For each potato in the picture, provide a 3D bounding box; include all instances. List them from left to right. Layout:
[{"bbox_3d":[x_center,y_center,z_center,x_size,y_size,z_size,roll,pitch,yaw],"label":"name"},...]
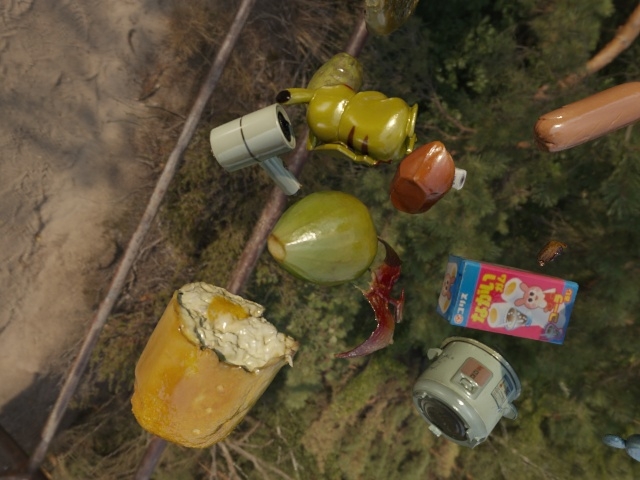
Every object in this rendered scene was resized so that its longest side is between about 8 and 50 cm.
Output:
[{"bbox_3d":[0.039,-0.446,1.351,0.113,0.150,0.251,132,-17,-78],"label":"potato"}]

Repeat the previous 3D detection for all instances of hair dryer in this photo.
[{"bbox_3d":[-0.136,-0.222,1.310,0.362,0.203,0.128,48,29,-57],"label":"hair dryer"}]

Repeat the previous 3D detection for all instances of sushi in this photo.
[{"bbox_3d":[0.652,0.032,1.286,0.050,0.047,0.099,-45,166,-33],"label":"sushi"}]

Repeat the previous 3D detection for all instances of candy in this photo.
[{"bbox_3d":[0.453,0.143,1.119,0.100,0.306,0.157,-136,-122,-79],"label":"candy"}]

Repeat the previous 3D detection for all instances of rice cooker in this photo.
[{"bbox_3d":[0.440,0.440,1.372,0.316,0.317,0.264,-46,150,-33],"label":"rice cooker"}]

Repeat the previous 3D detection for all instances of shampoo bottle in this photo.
[{"bbox_3d":[0.453,-0.227,1.593,0.043,0.099,0.072,-22,131,-36],"label":"shampoo bottle"}]

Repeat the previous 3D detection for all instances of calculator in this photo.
[{"bbox_3d":[0.839,0.522,1.073,0.188,0.303,0.042,47,65,-45],"label":"calculator"}]

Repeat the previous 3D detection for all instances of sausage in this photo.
[{"bbox_3d":[0.157,-0.091,0.714,0.089,0.089,0.179,-60,173,-13],"label":"sausage"},{"bbox_3d":[0.750,-0.340,1.278,0.305,0.121,0.121,-21,144,3],"label":"sausage"}]

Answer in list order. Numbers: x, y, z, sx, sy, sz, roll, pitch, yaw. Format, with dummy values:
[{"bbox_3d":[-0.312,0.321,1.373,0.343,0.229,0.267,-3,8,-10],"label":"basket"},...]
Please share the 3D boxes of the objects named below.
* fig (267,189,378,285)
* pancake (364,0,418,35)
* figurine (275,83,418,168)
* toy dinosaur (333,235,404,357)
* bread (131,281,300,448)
[{"bbox_3d":[0.000,0.001,0.976,0.230,0.207,0.207,-18,134,-11],"label":"fig"},{"bbox_3d":[0.203,-0.653,1.013,0.386,0.082,0.386,-57,164,-25],"label":"pancake"},{"bbox_3d":[0.078,-0.284,1.131,0.169,0.327,0.218,-59,160,-16],"label":"figurine"},{"bbox_3d":[0.129,0.123,1.159,0.207,0.113,0.326,4,79,-49],"label":"toy dinosaur"},{"bbox_3d":[-0.290,0.354,1.188,0.394,0.361,0.250,-58,-163,11],"label":"bread"}]
